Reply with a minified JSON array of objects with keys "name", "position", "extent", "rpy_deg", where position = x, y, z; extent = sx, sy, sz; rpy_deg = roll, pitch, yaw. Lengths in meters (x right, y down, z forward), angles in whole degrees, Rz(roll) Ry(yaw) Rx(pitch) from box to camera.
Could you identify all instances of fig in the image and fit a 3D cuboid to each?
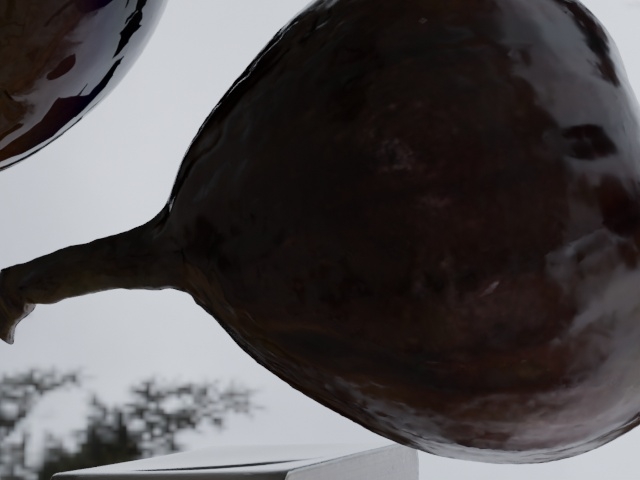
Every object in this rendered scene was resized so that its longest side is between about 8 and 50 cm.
[{"name":"fig","position":[0.022,-0.016,0.519],"extent":[0.148,0.202,0.149],"rpy_deg":[151,-43,-70]}]

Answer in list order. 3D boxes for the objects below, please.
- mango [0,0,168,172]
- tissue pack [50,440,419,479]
[{"name":"mango","position":[-0.181,-0.115,0.748],"extent":[0.287,0.153,0.201],"rpy_deg":[-20,-113,47]},{"name":"tissue pack","position":[-0.040,0.198,0.953],"extent":[0.136,0.246,0.159],"rpy_deg":[-2,-93,19]}]
